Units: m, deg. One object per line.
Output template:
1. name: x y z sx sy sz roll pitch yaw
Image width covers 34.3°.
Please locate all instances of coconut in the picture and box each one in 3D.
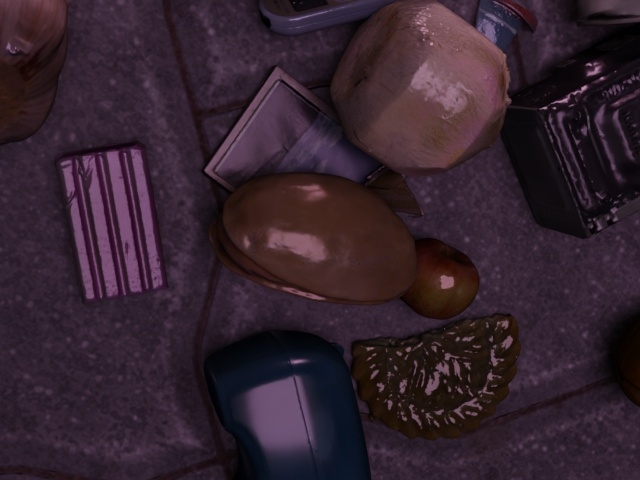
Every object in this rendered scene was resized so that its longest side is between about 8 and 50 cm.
1. coconut: 0.146 -0.200 1.404 0.230 0.227 0.227 29 90 -22

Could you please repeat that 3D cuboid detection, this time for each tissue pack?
1. tissue pack: -0.034 0.271 1.439 0.206 0.198 0.287 -15 100 -11

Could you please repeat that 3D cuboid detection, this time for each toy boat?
1. toy boat: 0.252 -0.297 1.515 0.096 0.034 0.122 34 90 -12

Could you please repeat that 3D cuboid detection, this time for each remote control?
1. remote control: 0.033 -0.333 1.424 0.244 0.087 0.047 -16 143 -12

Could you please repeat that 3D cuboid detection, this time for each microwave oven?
1. microwave oven: 0.441 -0.166 1.512 0.295 0.181 0.237 -27 106 -9

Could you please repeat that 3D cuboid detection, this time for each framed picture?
1. framed picture: -0.018 -0.100 1.479 0.260 0.023 0.189 36 87 -19

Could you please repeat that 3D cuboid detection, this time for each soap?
1. soap: -0.280 -0.025 1.392 0.122 0.065 0.203 -10 101 -14

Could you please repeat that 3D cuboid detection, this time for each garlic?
1. garlic: -0.442 -0.219 1.210 0.322 0.322 0.241 -42 88 -6

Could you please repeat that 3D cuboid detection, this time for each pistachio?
1. pistachio: 0.000 0.000 1.398 0.293 0.162 0.181 14 58 -21

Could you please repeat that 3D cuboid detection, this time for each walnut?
1. walnut: 0.557 0.185 1.614 0.207 0.167 0.167 -16 103 -15

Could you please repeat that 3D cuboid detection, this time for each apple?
1. apple: 0.165 0.057 1.499 0.126 0.126 0.102 24 110 -18

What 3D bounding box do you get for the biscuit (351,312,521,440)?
1. biscuit: 0.186 0.216 1.577 0.273 0.036 0.187 -13 102 -13

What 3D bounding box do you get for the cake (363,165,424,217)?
1. cake: 0.113 -0.069 1.448 0.065 0.121 0.052 -37 114 -17

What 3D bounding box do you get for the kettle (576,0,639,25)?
1. kettle: 0.461 -0.475 1.481 0.205 0.265 0.318 -4 102 20
